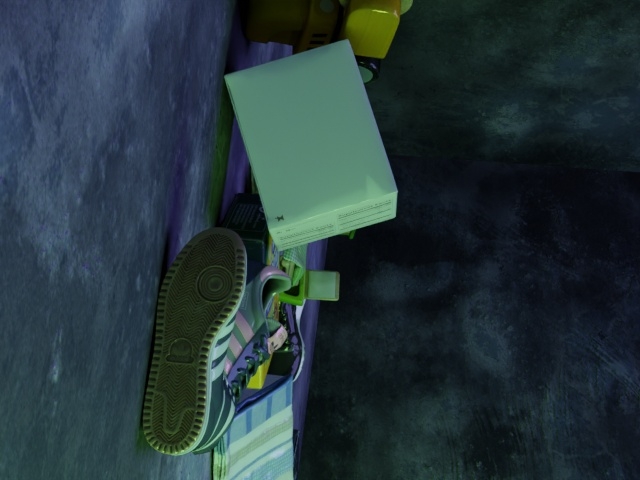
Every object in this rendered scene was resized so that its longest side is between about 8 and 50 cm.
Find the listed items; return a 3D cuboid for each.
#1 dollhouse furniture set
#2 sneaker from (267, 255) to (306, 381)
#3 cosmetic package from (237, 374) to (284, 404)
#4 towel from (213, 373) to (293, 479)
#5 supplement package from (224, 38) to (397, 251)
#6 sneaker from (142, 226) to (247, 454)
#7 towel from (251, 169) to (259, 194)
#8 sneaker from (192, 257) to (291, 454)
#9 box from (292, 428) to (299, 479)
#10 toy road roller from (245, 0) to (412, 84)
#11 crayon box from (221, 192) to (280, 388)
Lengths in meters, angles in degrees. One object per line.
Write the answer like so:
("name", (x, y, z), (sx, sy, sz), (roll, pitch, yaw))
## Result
("dollhouse furniture set", (0.000, 0.000, 1.983), (0.301, 0.151, 0.198), (103, -10, -71))
("sneaker", (-0.097, 0.171, 2.239), (0.124, 0.107, 0.283), (57, 32, -59))
("cosmetic package", (-0.124, 0.361, 1.990), (0.231, 0.085, 0.117), (-79, 172, -66))
("towel", (-0.113, 0.399, 1.830), (0.209, 0.034, 0.285), (-26, 126, -46))
("supplement package", (-0.012, -0.146, 1.615), (0.145, 0.204, 0.262), (76, -2, -77))
("sneaker", (-0.147, 0.132, 1.302), (0.153, 0.099, 0.282), (64, 37, -72))
("towel", (-0.104, -0.082, 2.035), (0.187, 0.049, 0.282), (-73, 167, -69))
("sneaker", (-0.119, 0.163, 1.515), (0.112, 0.131, 0.319), (89, 7, -59))
("box", (-0.108, 0.526, 2.213), (0.153, 0.108, 0.207), (-75, 168, -67))
("toy road roller", (0.008, -0.406, 1.697), (0.329, 0.240, 0.203), (124, -27, -70))
("crayon box", (-0.121, 0.105, 1.761), (0.203, 0.083, 0.323), (-76, 170, -66))
